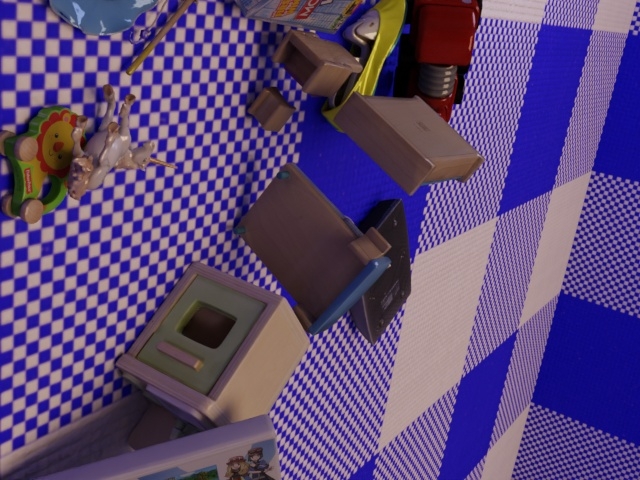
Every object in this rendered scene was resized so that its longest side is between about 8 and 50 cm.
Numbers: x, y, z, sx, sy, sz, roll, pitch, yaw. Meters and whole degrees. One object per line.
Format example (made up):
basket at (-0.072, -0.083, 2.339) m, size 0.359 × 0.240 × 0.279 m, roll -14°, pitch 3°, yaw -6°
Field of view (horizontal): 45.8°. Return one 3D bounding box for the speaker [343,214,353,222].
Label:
speaker at (0.000, 0.000, 1.200) m, size 0.136 × 0.055 × 0.055 m, roll -24°, pitch 127°, yaw -52°

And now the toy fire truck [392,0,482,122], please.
toy fire truck at (0.160, -0.248, 1.163) m, size 0.246 × 0.158 × 0.217 m, roll -85°, pitch 180°, yaw -46°

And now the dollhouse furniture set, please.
dollhouse furniture set at (0.016, -0.072, 1.044) m, size 0.303 × 0.286 × 0.198 m, roll -51°, pitch 162°, yaw 25°

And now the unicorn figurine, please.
unicorn figurine at (-0.211, -0.095, 0.766) m, size 0.162 × 0.060 × 0.111 m, roll -46°, pitch 162°, yaw -46°

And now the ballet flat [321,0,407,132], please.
ballet flat at (0.061, -0.275, 1.131) m, size 0.077 × 0.077 × 0.231 m, roll 21°, pitch 89°, yaw -32°

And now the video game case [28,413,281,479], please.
video game case at (-0.201, 0.359, 0.896) m, size 0.329 × 0.036 × 0.300 m, roll -13°, pitch 126°, yaw -13°

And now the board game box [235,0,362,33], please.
board game box at (-0.008, -0.326, 0.906) m, size 0.194 × 0.060 × 0.194 m, roll -21°, pitch 166°, yaw -43°

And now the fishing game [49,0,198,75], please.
fishing game at (-0.197, -0.286, 0.708) m, size 0.189 × 0.041 × 0.264 m, roll -57°, pitch 148°, yaw -29°

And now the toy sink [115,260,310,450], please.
toy sink at (-0.147, 0.166, 0.947) m, size 0.234 × 0.153 × 0.131 m, roll -56°, pitch 148°, yaw -23°

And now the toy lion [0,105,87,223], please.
toy lion at (-0.263, -0.077, 0.731) m, size 0.096 × 0.034 × 0.100 m, roll -37°, pitch 138°, yaw -56°

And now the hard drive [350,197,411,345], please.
hard drive at (0.107, 0.057, 1.417) m, size 0.172 × 0.054 × 0.255 m, roll -50°, pitch 145°, yaw -34°
